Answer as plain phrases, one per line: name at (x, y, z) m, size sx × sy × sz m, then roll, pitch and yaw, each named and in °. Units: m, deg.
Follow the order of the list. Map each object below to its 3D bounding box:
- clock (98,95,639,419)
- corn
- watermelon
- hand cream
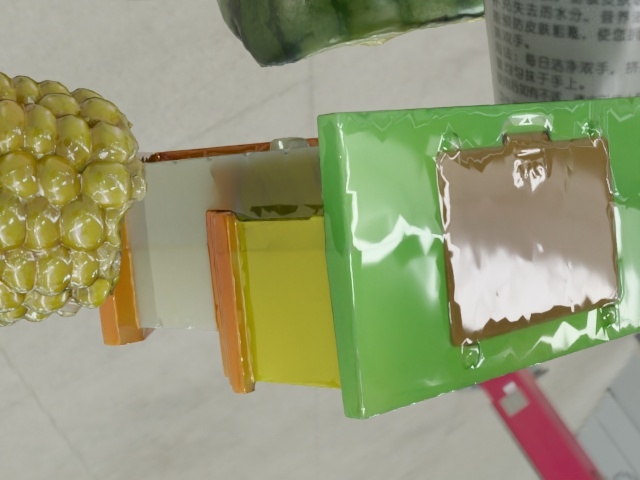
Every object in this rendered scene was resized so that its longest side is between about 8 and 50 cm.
clock at (0.000, 0.000, 0.575) m, size 0.219 × 0.106 × 0.255 m, roll -9°, pitch -175°, yaw -44°
corn at (-0.209, -0.014, 0.346) m, size 0.310 × 0.101 × 0.101 m, roll -1°, pitch 147°, yaw -22°
watermelon at (0.055, -0.262, 1.035) m, size 0.330 × 0.189 × 0.331 m, roll -13°, pitch -163°, yaw 4°
hand cream at (0.138, -0.100, 0.663) m, size 0.314 × 0.139 × 0.089 m, roll 84°, pitch 26°, yaw -42°
